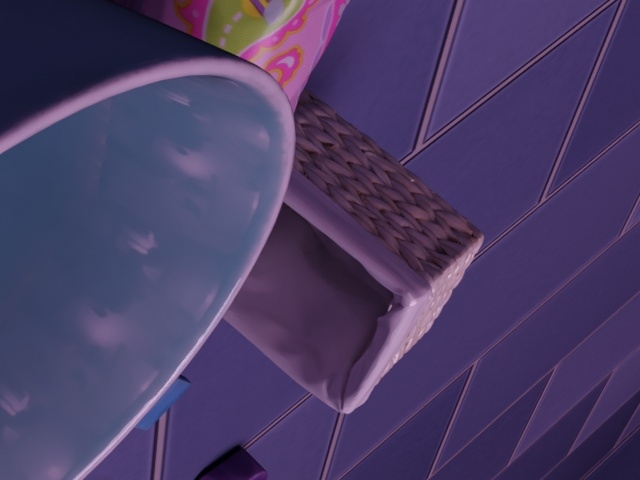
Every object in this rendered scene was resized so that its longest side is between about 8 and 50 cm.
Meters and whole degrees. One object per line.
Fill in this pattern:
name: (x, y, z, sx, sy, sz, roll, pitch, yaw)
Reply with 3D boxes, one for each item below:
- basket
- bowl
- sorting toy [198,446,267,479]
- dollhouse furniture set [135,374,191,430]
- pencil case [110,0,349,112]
basket: (0.000, 0.000, 1.106, 0.103, 0.167, 0.113, -37, 161, -47)
bowl: (-0.176, 0.004, 0.705, 0.311, 0.163, 0.311, -42, 162, -17)
sorting toy: (-0.071, 0.321, 1.701, 0.127, 0.126, 0.365, -37, 161, -28)
dollhouse furniture set: (-0.148, 0.119, 1.073, 0.183, 0.129, 0.129, -46, 162, 1)
pencil case: (-0.059, -0.087, 0.857, 0.124, 0.124, 0.284, -28, 154, -45)
